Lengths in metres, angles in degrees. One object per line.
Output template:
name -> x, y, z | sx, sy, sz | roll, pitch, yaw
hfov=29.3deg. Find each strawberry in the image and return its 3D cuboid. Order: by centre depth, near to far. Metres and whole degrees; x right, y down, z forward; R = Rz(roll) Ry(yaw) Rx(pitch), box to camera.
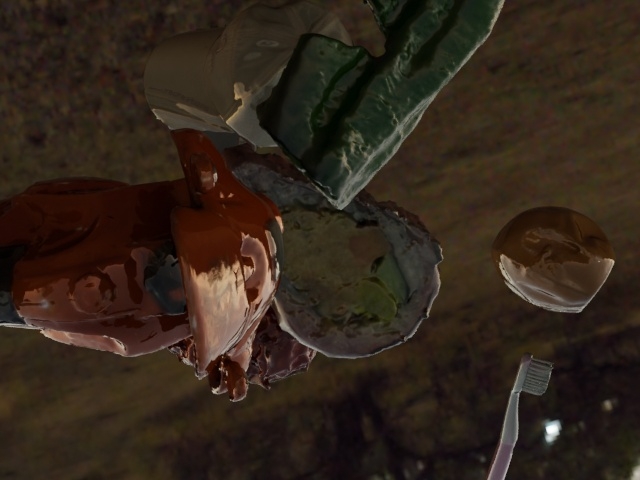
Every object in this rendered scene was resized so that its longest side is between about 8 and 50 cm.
strawberry -> -0.081, 0.031, 1.365 | 0.205, 0.244, 0.205 | 13, -169, -3

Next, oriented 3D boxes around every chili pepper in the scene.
chili pepper -> 0.050, -0.140, 0.691 | 0.099, 0.253, 0.083 | 27, 180, -17

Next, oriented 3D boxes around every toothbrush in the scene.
toothbrush -> 0.153, 0.172, 1.006 | 0.025, 0.020, 0.286 | 17, 145, 9

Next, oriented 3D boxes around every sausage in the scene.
sausage -> 0.279, 0.023, 1.455 | 0.120, 0.136, 0.241 | -61, 164, 2

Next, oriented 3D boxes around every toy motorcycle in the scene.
toy motorcycle -> -0.156, 0.024, 0.658 | 0.326, 0.147, 0.221 | -13, -164, -20

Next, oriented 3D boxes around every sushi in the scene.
sushi -> -0.006, 0.019, 1.181 | 0.241, 0.161, 0.107 | 21, -170, -12

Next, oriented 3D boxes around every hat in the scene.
hat -> -0.090, -0.220, 1.533 | 0.275, 0.232, 0.161 | 7, 148, 21
